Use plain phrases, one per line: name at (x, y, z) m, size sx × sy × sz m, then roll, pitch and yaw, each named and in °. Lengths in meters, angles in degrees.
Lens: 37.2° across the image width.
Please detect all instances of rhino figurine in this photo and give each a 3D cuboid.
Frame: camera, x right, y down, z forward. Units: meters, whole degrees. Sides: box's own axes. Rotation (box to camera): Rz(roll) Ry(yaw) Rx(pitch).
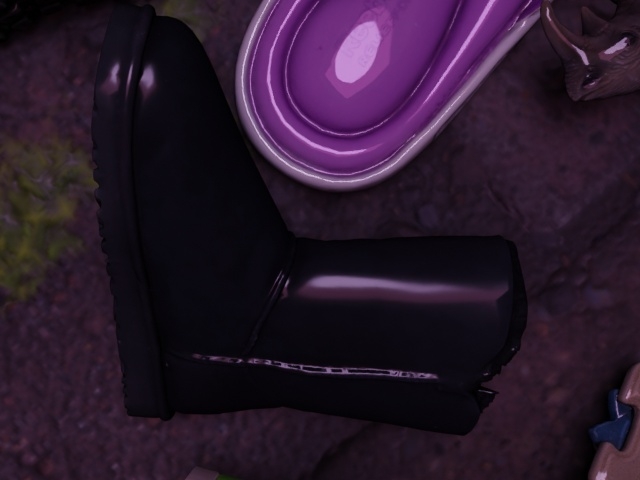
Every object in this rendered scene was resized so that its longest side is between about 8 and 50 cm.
rhino figurine at (0.222, -0.086, 0.506) m, size 0.243 × 0.073 × 0.106 m, roll 16°, pitch 94°, yaw -14°

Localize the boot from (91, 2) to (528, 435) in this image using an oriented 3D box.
boot at (0.000, 0.000, 0.481) m, size 0.207 × 0.094 × 0.246 m, roll 1°, pitch 125°, yaw -1°

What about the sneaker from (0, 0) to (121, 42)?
sneaker at (-0.192, -0.181, 0.492) m, size 0.343 × 0.134 × 0.146 m, roll -19°, pitch 87°, yaw -9°

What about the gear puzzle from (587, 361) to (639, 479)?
gear puzzle at (0.284, 0.210, 0.554) m, size 0.339 × 0.044 × 0.175 m, roll 29°, pitch 74°, yaw -9°

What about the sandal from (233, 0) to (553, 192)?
sandal at (0.099, -0.206, 0.493) m, size 0.169 × 0.102 × 0.416 m, roll 28°, pitch 95°, yaw -3°

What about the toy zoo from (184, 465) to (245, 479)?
toy zoo at (0.052, 0.245, 0.486) m, size 0.293 × 0.030 × 0.192 m, roll 15°, pitch 99°, yaw 6°
